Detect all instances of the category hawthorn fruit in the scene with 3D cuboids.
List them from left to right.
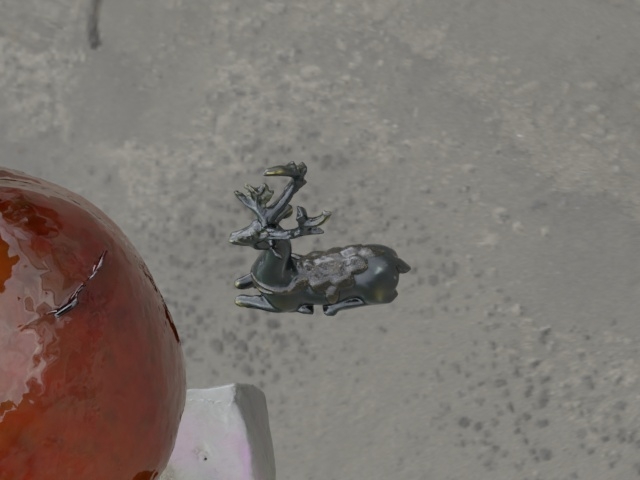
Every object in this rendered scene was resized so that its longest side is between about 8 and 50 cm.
[{"bbox_3d":[-0.144,0.070,0.523,0.185,0.202,0.185,-27,33,19],"label":"hawthorn fruit"}]

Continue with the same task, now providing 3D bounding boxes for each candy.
[{"bbox_3d":[-0.135,0.281,1.490,0.137,0.185,0.195,-11,76,5],"label":"candy"}]

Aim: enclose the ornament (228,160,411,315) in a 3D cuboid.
[{"bbox_3d":[0.000,0.000,1.201,0.202,0.236,0.080,-5,58,-2],"label":"ornament"}]
